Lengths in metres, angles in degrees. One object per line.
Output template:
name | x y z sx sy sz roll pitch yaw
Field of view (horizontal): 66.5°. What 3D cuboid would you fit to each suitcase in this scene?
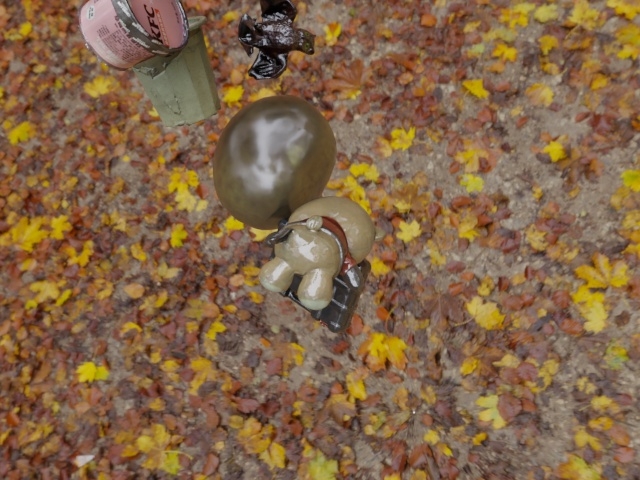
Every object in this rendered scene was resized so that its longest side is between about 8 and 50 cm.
suitcase | -0.017 0.085 1.260 0.285 0.066 0.207 30 112 32

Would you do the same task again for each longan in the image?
longan | -0.134 -0.224 1.405 0.336 0.404 0.405 36 78 -22

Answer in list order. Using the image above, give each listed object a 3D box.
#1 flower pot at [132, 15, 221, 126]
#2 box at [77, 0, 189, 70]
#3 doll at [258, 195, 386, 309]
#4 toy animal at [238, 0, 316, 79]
flower pot | -0.327 -0.369 1.093 0.212 0.203 0.212 -10 31 6
box | -0.325 -0.375 0.841 0.135 0.151 0.151 -14 67 28
doll | 0.000 0.000 1.038 0.234 0.330 0.175 16 115 15
toy animal | -0.106 -0.502 1.198 0.179 0.116 0.219 3 111 -19
